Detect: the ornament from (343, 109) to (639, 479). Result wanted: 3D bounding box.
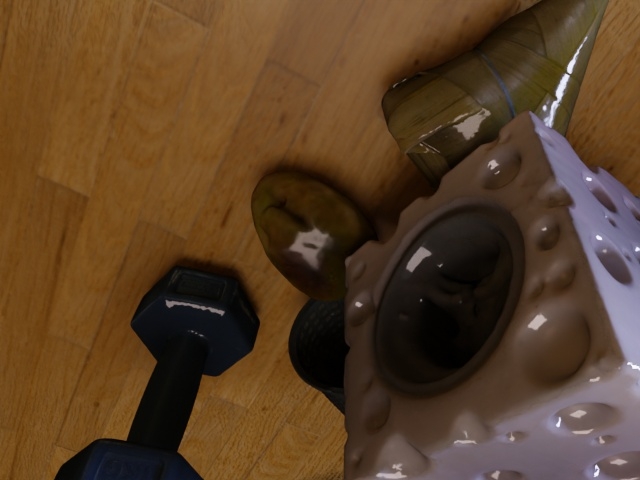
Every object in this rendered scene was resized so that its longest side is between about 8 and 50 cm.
[{"bbox_3d":[0.182,0.091,0.481,0.239,0.239,0.240,29,131,-23],"label":"ornament"}]

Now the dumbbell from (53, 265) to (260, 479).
[{"bbox_3d":[-0.169,0.178,0.628,0.143,0.316,0.156,-11,127,16],"label":"dumbbell"}]

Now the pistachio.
[{"bbox_3d":[0.004,0.000,0.630,0.110,0.100,0.189,-29,115,24],"label":"pistachio"}]

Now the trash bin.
[{"bbox_3d":[0.069,0.156,0.699,0.175,0.175,0.161,-14,131,13],"label":"trash bin"}]

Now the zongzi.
[{"bbox_3d":[0.218,-0.115,0.552,0.256,0.115,0.228,-37,121,10],"label":"zongzi"}]
